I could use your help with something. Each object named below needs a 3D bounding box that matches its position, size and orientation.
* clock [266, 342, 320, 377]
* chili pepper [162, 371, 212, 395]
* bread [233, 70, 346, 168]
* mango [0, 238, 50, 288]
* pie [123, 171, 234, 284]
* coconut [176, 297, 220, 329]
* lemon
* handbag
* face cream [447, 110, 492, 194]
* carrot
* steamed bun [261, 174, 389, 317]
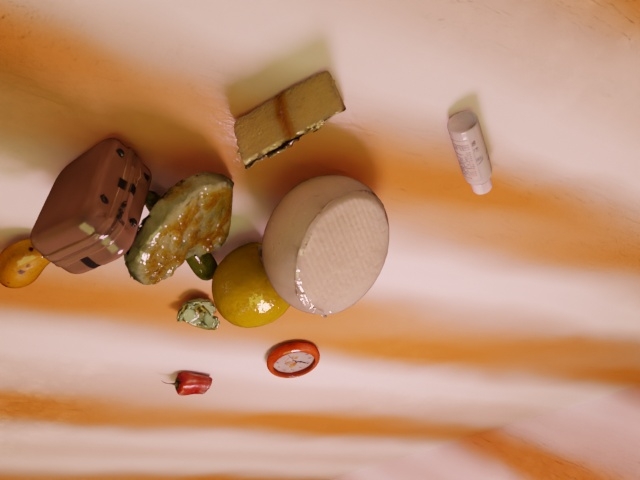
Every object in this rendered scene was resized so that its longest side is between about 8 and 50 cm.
[{"bbox_3d":[-0.103,0.452,2.108,0.205,0.051,0.205,-8,136,-8],"label":"clock"},{"bbox_3d":[-0.501,0.533,2.071,0.192,0.084,0.086,17,97,-32],"label":"chili pepper"},{"bbox_3d":[-0.069,-0.274,1.293,0.266,0.141,0.178,-24,177,10],"label":"bread"},{"bbox_3d":[-0.787,0.056,1.476,0.178,0.090,0.115,-39,142,21],"label":"mango"},{"bbox_3d":[-0.325,-0.034,1.366,0.371,0.078,0.296,-31,154,-57],"label":"pie"},{"bbox_3d":[-0.395,0.231,1.791,0.133,0.055,0.158,-5,136,-7],"label":"coconut"},{"bbox_3d":[-0.205,0.140,1.603,0.219,0.240,0.240,-37,134,12],"label":"lemon"},{"bbox_3d":[-0.535,-0.065,1.263,0.283,0.302,0.149,-23,134,19],"label":"handbag"},{"bbox_3d":[0.409,-0.225,1.496,0.082,0.082,0.269,-24,138,11],"label":"face cream"},{"bbox_3d":[-0.380,-0.013,1.527,0.074,0.074,0.358,-20,135,7],"label":"carrot"},{"bbox_3d":[0.000,0.000,1.481,0.374,0.241,0.374,-23,127,-34],"label":"steamed bun"}]
